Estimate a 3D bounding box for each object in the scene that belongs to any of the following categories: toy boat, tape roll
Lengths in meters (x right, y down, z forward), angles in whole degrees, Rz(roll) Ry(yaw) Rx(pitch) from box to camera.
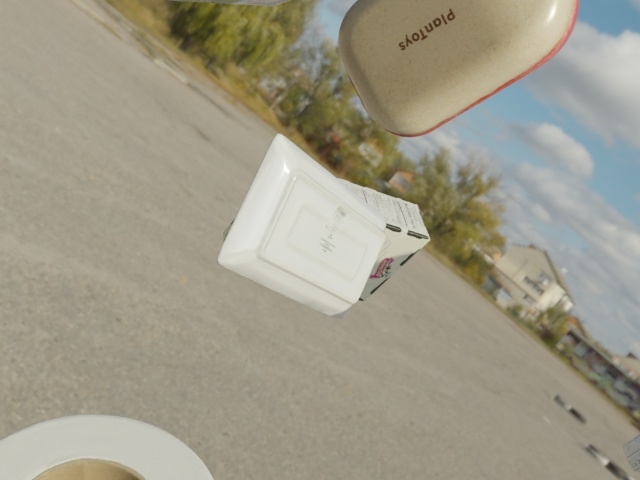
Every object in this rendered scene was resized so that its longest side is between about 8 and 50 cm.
[{"bbox_3d":[0.142,-0.206,0.762,0.151,0.231,0.151,-18,81,-59],"label":"toy boat"},{"bbox_3d":[-0.335,0.410,1.084,0.392,0.072,0.392,8,33,-5],"label":"tape roll"}]

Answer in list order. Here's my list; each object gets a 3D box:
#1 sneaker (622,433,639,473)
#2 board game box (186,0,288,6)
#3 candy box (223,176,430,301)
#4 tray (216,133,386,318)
[{"bbox_3d":[0.385,0.153,0.669,0.091,0.258,0.094,56,-14,21],"label":"sneaker"},{"bbox_3d":[-0.053,-0.347,0.896,0.319,0.066,0.318,-3,9,41],"label":"board game box"},{"bbox_3d":[0.008,-0.006,1.047,0.233,0.159,0.071,17,43,-33],"label":"candy box"},{"bbox_3d":[0.000,0.000,0.857,0.030,0.145,0.270,20,-6,33],"label":"tray"}]
